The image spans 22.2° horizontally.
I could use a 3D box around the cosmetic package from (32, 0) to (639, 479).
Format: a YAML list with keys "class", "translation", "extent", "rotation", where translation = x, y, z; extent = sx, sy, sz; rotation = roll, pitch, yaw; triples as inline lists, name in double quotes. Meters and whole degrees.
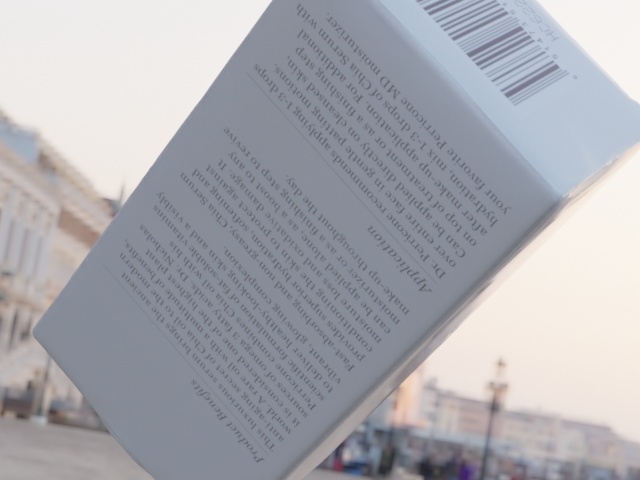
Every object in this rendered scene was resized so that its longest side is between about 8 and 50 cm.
- class: "cosmetic package"
  translation: [0.000, 0.000, 1.182]
  extent: [0.161, 0.230, 0.453]
  rotation: [-32, -13, -50]
